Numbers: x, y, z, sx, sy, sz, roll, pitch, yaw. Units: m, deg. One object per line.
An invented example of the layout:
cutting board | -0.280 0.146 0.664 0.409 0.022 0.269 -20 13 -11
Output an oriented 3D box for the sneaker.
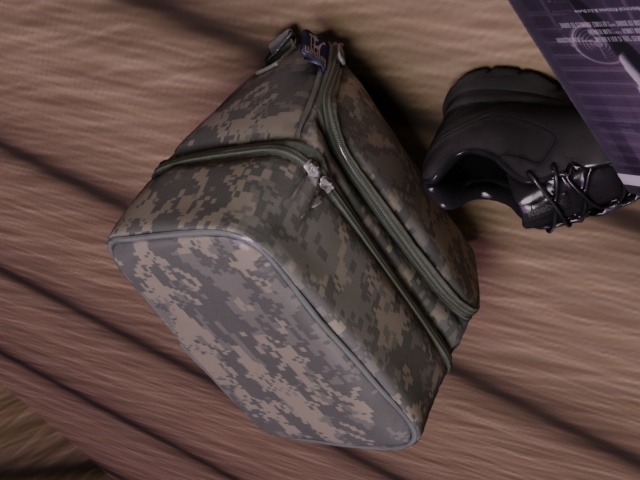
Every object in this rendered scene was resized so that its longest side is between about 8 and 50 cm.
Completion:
sneaker | 0.207 -0.060 0.707 0.286 0.130 0.109 0 134 38

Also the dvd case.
dvd case | 0.204 -0.090 0.525 0.164 0.018 0.221 13 153 50

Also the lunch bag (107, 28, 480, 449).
lunch bag | 0.000 0.000 0.843 0.212 0.256 0.305 -9 130 42
